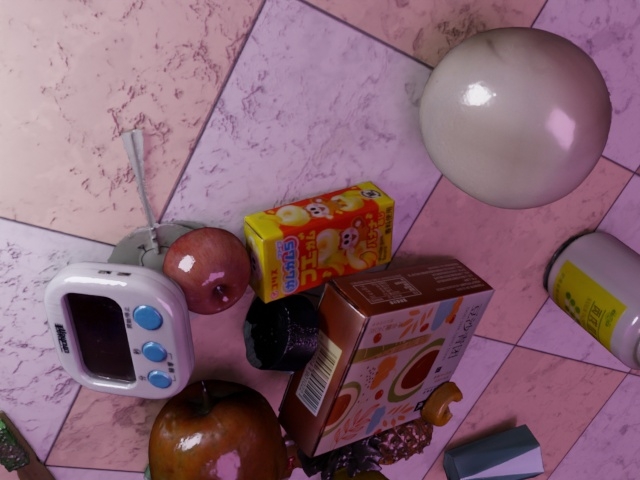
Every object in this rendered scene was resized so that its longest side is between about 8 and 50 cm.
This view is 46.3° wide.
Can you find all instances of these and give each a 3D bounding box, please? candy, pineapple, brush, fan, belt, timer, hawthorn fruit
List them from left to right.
[{"bbox_3d":[-0.557,0.427,1.413,0.054,0.048,0.282,-22,129,-9],"label":"brush"},{"bbox_3d":[-0.333,0.149,1.262,0.236,0.087,0.262,6,124,10],"label":"timer"},{"bbox_3d":[-0.284,-0.002,1.288,0.233,0.012,0.415,-20,129,-16],"label":"fan"},{"bbox_3d":[-0.200,0.392,1.427,0.267,0.268,0.301,-17,126,-16],"label":"hawthorn fruit"},{"bbox_3d":[-0.078,0.174,1.406,0.078,0.198,0.151,8,79,-30],"label":"belt"},{"bbox_3d":[0.000,0.000,1.371,0.276,0.088,0.146,-15,127,-25],"label":"candy"},{"bbox_3d":[0.097,0.446,1.683,0.310,0.170,0.141,-13,141,-29],"label":"pineapple"}]

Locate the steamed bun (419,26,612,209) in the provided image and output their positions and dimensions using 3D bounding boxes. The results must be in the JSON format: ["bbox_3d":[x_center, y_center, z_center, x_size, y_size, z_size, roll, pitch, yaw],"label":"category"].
[{"bbox_3d":[0.316,-0.196,1.265,0.206,0.324,0.324,-47,138,-36],"label":"steamed bun"}]

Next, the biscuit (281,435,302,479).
[{"bbox_3d":[-0.089,0.506,1.713,0.204,0.031,0.138,-4,122,-26],"label":"biscuit"}]

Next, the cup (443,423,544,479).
[{"bbox_3d":[0.449,0.583,1.981,0.235,0.134,0.148,-11,151,-10],"label":"cup"}]

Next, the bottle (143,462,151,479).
[{"bbox_3d":[-0.342,0.465,1.555,0.030,0.030,0.083,14,114,-33],"label":"bottle"}]

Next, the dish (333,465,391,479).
[{"bbox_3d":[0.078,0.587,1.805,0.207,0.080,0.149,-22,150,14],"label":"dish"}]

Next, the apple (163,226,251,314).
[{"bbox_3d":[-0.192,0.056,1.294,0.153,0.120,0.153,-17,130,-22],"label":"apple"}]

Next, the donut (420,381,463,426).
[{"bbox_3d":[0.267,0.362,1.638,0.097,0.043,0.108,-2,120,-47],"label":"donut"}]

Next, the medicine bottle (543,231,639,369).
[{"bbox_3d":[0.696,0.154,1.657,0.213,0.379,0.214,-14,125,-20],"label":"medicine bottle"}]

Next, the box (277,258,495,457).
[{"bbox_3d":[0.134,0.228,1.519,0.385,0.122,0.345,-6,127,-41],"label":"box"}]

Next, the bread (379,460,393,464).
[{"bbox_3d":[0.138,0.502,1.811,0.132,0.053,0.074,17,116,-34],"label":"bread"}]
